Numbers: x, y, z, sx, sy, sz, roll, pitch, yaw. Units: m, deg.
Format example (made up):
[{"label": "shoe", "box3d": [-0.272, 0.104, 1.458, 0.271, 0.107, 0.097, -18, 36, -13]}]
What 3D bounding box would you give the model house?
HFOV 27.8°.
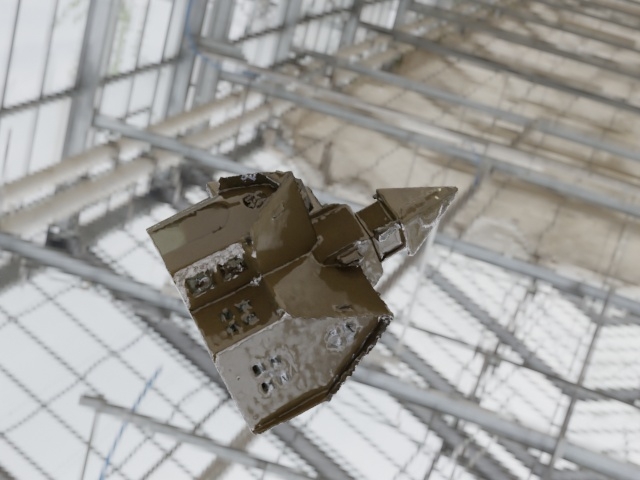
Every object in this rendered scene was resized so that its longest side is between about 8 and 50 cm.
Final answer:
[{"label": "model house", "box3d": [0.000, 0.000, 1.058, 0.248, 0.176, 0.181, -28, -133, -7]}]
